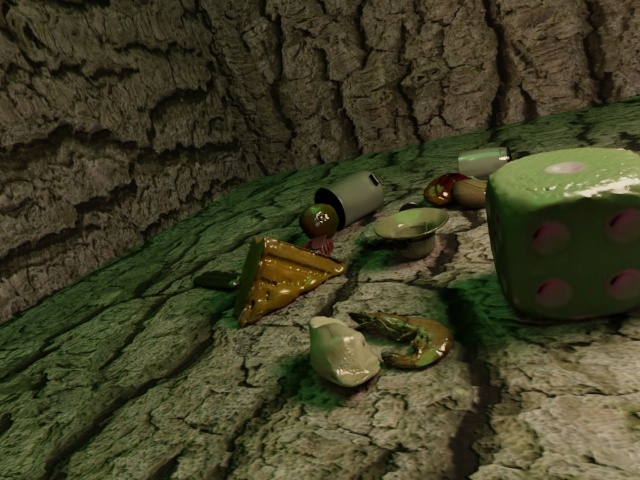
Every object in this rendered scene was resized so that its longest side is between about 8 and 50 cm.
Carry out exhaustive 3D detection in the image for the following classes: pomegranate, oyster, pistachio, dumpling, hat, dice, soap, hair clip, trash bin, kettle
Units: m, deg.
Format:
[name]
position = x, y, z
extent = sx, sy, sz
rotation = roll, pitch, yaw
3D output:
[pomegranate]
position = -0.006, -0.077, 1.952
extent = 0.180, 0.179, 0.209
rotation = -18, -11, -2
[oyster]
position = 0.262, -0.033, 1.687
extent = 0.252, 0.087, 0.199
rotation = -18, 27, 21
[pistachio]
position = 0.632, -0.195, 1.770
extent = 0.125, 0.124, 0.185
rotation = -29, 25, -32
[dumpling]
position = 0.060, 0.262, 1.011
extent = 0.167, 0.125, 0.216
rotation = 4, 0, -24
[hat]
position = 0.327, -0.009, 1.493
extent = 0.258, 0.129, 0.257
rotation = -15, 20, 6
[dice]
position = 0.579, -0.020, 1.013
extent = 0.323, 0.329, 0.318
rotation = -11, 24, 16
[soap]
position = -0.106, 0.171, 1.503
extent = 0.339, 0.304, 0.169
rotation = 18, -5, -27
[hair clip]
position = -0.001, -0.001, 1.750
extent = 0.054, 0.022, 0.137
rotation = -14, 19, 19
[trash bin]
position = 0.137, -0.196, 2.052
extent = 0.263, 0.217, 0.277
rotation = -29, -12, -32
[kettle]
position = 0.785, -0.339, 2.036
extent = 0.237, 0.161, 0.221
rotation = -5, 50, 26

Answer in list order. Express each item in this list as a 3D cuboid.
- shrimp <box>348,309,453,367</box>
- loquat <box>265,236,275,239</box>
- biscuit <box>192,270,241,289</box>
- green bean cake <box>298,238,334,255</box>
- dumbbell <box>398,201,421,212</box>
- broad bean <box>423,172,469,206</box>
[shrimp]
position = 0.173, 0.239, 1.055
extent = 0.296, 0.058, 0.169
rotation = 3, 29, 37
[loquat]
position = -0.229, 0.053, 1.841
extent = 0.137, 0.113, 0.137
rotation = -39, 26, 23
[biscuit]
position = -0.429, 0.163, 1.793
extent = 0.323, 0.038, 0.099
rotation = -1, 28, 48
[green bean cake]
position = -0.026, 0.042, 1.771
extent = 0.136, 0.056, 0.135
rotation = -1, 24, 39
[dumbbell]
position = 0.375, -0.099, 1.760
extent = 0.099, 0.099, 0.208
rotation = -15, 20, 6
[broad bean]
position = 0.563, -0.220, 1.909
extent = 0.229, 0.121, 0.156
rotation = -30, 52, -19
